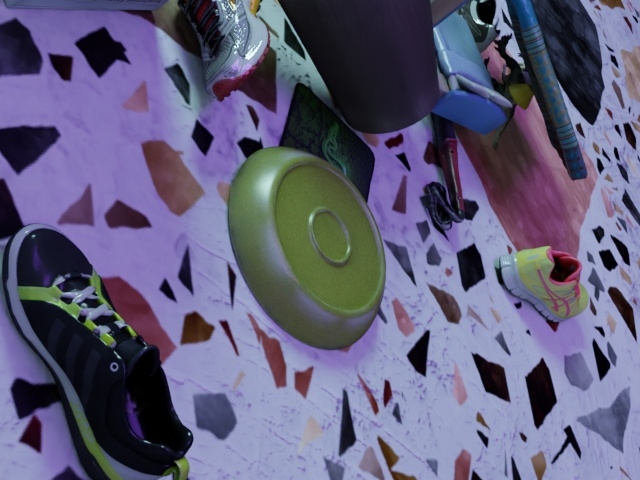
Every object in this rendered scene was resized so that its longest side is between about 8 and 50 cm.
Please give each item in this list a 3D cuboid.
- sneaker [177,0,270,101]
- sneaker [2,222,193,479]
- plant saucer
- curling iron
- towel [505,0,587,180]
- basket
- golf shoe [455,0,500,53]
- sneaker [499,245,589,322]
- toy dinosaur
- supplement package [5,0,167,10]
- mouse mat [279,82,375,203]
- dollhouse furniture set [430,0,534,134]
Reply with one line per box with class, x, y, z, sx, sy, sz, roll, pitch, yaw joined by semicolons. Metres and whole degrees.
sneaker;-0.117;-0.241;1.041;0.092;0.088;0.225;26;40;-35
sneaker;-0.163;0.084;0.752;0.084;0.097;0.235;-25;89;-55
plant saucer;0.000;0.000;1.057;0.241;0.037;0.241;28;50;-39
curling iron;0.177;-0.133;1.372;0.068;0.035;0.274;34;45;-34
towel;0.328;-0.290;1.483;0.271;0.040;0.370;-62;132;-72
basket;0.058;-0.254;1.151;0.204;0.154;0.227;-38;133;-19
golf shoe;0.250;-0.391;1.580;0.077;0.094;0.198;16;55;-45
sneaker;0.358;0.062;1.427;0.208;0.094;0.081;22;50;-45
toy dinosaur;0.311;-0.271;1.612;0.118;0.064;0.268;57;39;-21
supplement package;-0.176;-0.363;0.876;0.198;0.262;0.199;-18;83;-54
mouse mat;0.008;-0.089;1.158;0.152;0.007;0.190;40;42;-29
dollhouse furniture set;0.202;-0.348;1.373;0.303;0.198;0.286;17;50;-44
